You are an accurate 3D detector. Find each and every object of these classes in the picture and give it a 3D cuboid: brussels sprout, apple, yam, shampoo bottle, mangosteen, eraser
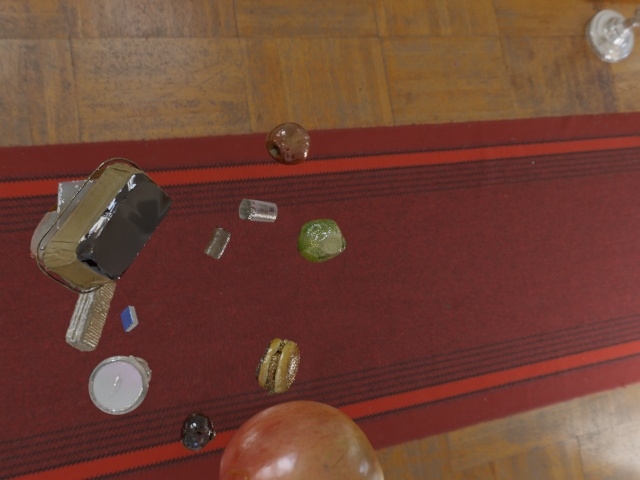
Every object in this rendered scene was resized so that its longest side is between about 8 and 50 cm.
[{"bbox_3d":[-0.003,-0.002,1.295,0.155,0.155,0.118,-33,110,-14],"label":"brussels sprout"},{"bbox_3d":[-0.130,-0.396,1.803,0.181,0.181,0.168,51,54,-3],"label":"apple"},{"bbox_3d":[-0.426,0.012,1.804,0.084,0.084,0.127,26,76,-9],"label":"yam"},{"bbox_3d":[-0.034,0.532,0.947,0.363,0.364,0.365,2,83,-13],"label":"apple"},{"bbox_3d":[-0.253,-0.121,1.799,0.055,0.227,0.086,9,94,22],"label":"shampoo bottle"},{"bbox_3d":[-0.507,0.796,1.816,0.152,0.152,0.153,2,83,-13],"label":"mangosteen"},{"bbox_3d":[-0.766,0.313,1.744,0.063,0.027,0.085,-40,59,18],"label":"eraser"}]

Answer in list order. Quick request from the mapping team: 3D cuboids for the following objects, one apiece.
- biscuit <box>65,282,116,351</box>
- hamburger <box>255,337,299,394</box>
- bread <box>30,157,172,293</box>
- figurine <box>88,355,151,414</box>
[{"bbox_3d":[-0.690,0.207,1.316,0.061,0.108,0.239,3,62,0],"label":"biscuit"},{"bbox_3d":[-0.139,0.437,1.526,0.117,0.191,0.182,19,87,10],"label":"hamburger"},{"bbox_3d":[-0.366,-0.032,0.712,0.142,0.211,0.225,52,56,-42],"label":"bread"},{"bbox_3d":[-0.458,0.324,1.032,0.132,0.153,0.133,0,87,-6],"label":"figurine"}]
